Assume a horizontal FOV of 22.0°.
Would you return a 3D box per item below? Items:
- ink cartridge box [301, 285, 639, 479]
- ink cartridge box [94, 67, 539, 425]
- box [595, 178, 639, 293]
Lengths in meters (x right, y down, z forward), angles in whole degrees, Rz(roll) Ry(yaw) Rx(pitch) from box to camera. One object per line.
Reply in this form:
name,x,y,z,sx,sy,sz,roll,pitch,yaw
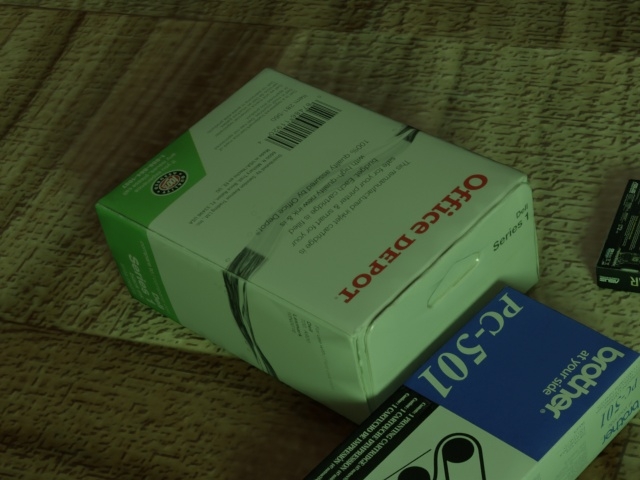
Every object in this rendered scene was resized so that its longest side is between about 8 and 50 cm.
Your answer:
ink cartridge box,0.074,0.118,0.882,0.097,0.046,0.207,28,55,36
ink cartridge box,0.000,0.000,0.996,0.219,0.092,0.160,27,55,36
box,0.210,-0.001,0.999,0.067,0.018,0.083,7,45,22
